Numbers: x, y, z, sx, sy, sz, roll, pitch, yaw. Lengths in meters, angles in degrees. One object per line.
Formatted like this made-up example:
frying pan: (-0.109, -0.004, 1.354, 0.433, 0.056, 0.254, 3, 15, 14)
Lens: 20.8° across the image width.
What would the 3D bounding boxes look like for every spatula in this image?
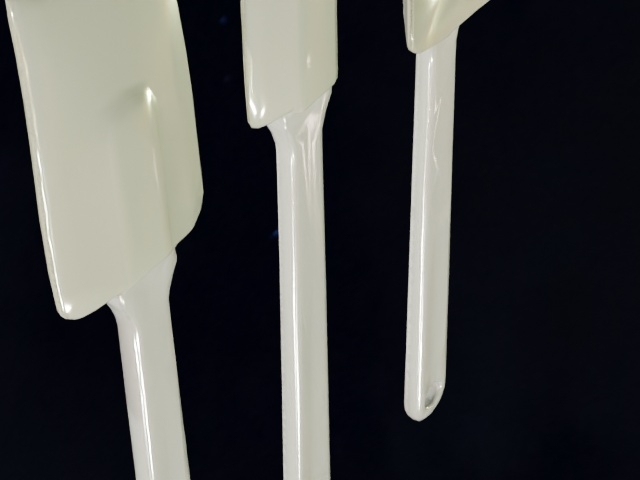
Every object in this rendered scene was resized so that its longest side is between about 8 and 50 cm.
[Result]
spatula: (0.000, 0.000, 0.441, 0.019, 0.242, 0.168, 24, -131, 27)
